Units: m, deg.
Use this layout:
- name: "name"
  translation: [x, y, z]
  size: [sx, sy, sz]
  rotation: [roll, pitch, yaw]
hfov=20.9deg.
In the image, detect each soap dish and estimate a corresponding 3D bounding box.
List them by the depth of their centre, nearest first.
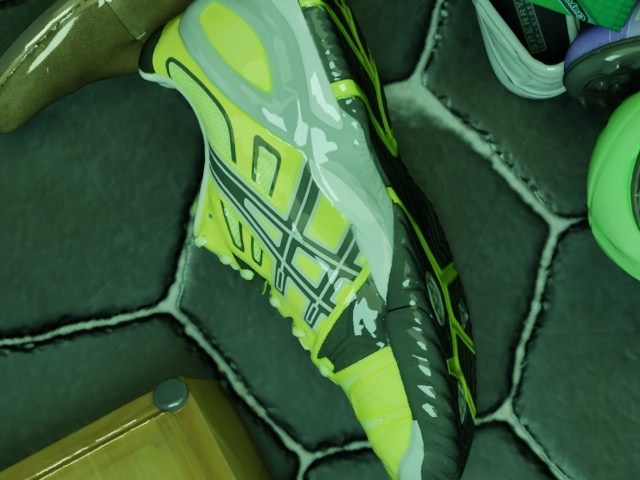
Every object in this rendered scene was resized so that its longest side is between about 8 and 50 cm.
- name: "soap dish"
  translation: [-0.111, 0.242, 1.114]
  size: [0.229, 0.118, 0.291]
  rotation: [-28, 56, -6]

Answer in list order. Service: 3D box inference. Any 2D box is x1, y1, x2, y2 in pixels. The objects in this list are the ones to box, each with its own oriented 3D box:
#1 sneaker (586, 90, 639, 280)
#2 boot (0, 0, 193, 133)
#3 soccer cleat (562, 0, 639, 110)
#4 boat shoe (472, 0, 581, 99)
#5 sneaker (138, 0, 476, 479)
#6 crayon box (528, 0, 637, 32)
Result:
- name: "sneaker"
  translation: [0.413, -0.082, 1.135]
  size: [0.482, 0.185, 0.202]
  rotation: [-31, 50, -5]
- name: "boot"
  translation: [-0.111, -0.153, 1.236]
  size: [0.305, 0.112, 0.115]
  rotation: [-36, 94, -7]
- name: "soccer cleat"
  translation: [0.300, -0.182, 1.228]
  size: [0.318, 0.108, 0.116]
  rotation: [-19, 77, -16]
- name: "boat shoe"
  translation: [0.130, -0.230, 1.253]
  size: [0.095, 0.084, 0.258]
  rotation: [-25, 83, -4]
- name: "sneaker"
  translation: [0.000, 0.000, 1.197]
  size: [0.147, 0.145, 0.385]
  rotation: [-20, 90, 14]
- name: "crayon box"
  translation: [0.164, -0.286, 1.198]
  size: [0.165, 0.081, 0.278]
  rotation: [20, 51, 0]
